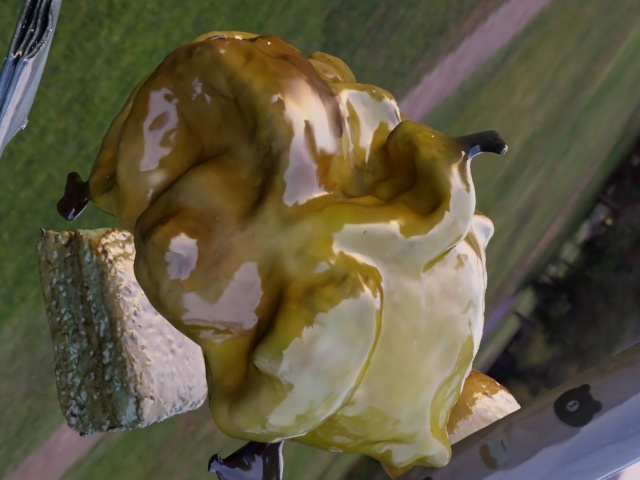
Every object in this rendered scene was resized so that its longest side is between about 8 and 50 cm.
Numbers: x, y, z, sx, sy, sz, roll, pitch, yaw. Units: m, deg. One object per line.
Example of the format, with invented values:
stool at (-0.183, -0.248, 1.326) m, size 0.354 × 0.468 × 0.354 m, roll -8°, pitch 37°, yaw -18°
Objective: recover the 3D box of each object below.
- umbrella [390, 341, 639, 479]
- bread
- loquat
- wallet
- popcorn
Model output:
umbrella at (0.124, 0.167, 0.934) m, size 0.337 × 0.073 × 0.067 m, roll -29°, pitch 169°, yaw 4°
bread at (-0.183, 0.078, 1.230) m, size 0.102 × 0.196 × 0.138 m, roll -14°, pitch 172°, yaw 23°
loquat at (0.179, 0.264, 1.831) m, size 0.238 × 0.238 × 0.193 m, roll 97°, pitch 19°, yaw -62°
wallet at (-0.416, -0.210, 1.810) m, size 0.290 × 0.054 × 0.251 m, roll -91°, pitch -159°, yaw -54°
popcorn at (0.000, 0.000, 0.872) m, size 0.281 × 0.316 × 0.297 m, roll -31°, pitch -159°, yaw 19°
